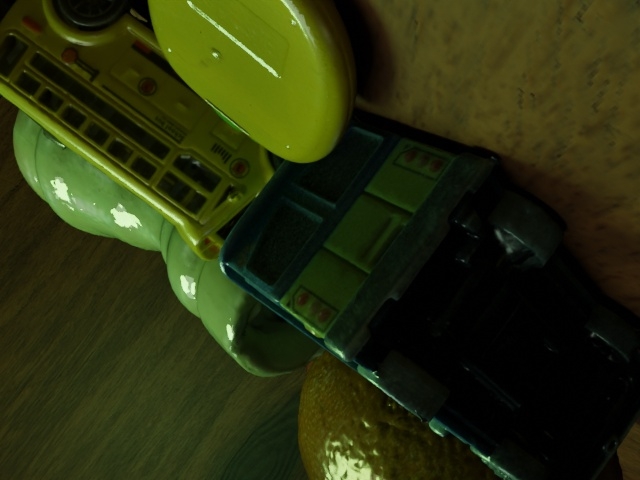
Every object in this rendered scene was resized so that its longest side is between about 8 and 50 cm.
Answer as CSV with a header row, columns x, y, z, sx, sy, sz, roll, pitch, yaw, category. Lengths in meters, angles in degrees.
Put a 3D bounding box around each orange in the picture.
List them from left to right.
x,y,z,sx,sy,sz,roll,pitch,yaw,category
0.150,0.218,0.890,0.357,0.322,0.322,22,168,38,orange

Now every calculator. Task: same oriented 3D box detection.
x,y,z,sx,sy,sz,roll,pitch,yaw,category
-0.044,-0.109,0.475,0.146,0.032,0.235,39,164,4,calculator

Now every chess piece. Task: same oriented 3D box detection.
x,y,z,sx,sy,sz,roll,pitch,yaw,category
-0.147,-0.037,0.920,0.442,0.234,0.234,36,176,36,chess piece

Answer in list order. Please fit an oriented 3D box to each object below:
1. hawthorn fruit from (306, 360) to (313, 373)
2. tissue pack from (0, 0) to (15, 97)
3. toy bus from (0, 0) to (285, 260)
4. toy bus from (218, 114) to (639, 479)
x,y,z,sx,sy,sz,roll,pitch,yaw,category
0.120,0.223,1.565,0.307,0.265,0.265,28,176,-2,hawthorn fruit
-0.546,-0.325,1.005,0.210,0.198,0.370,30,165,38,tissue pack
-0.121,-0.093,0.696,0.330,0.152,0.144,36,174,6,toy bus
0.100,0.060,0.594,0.312,0.152,0.190,41,173,-38,toy bus
